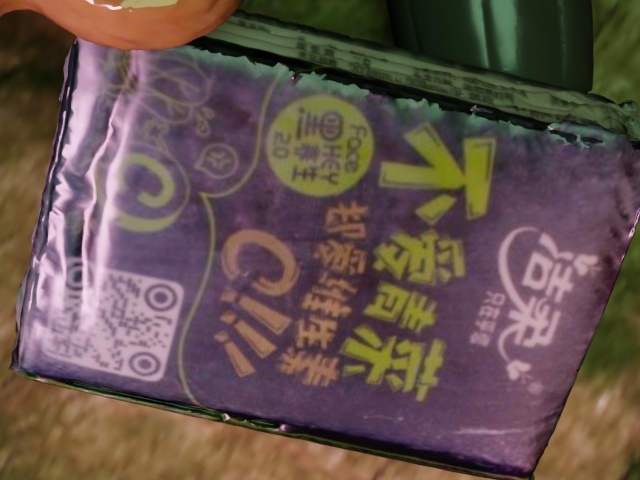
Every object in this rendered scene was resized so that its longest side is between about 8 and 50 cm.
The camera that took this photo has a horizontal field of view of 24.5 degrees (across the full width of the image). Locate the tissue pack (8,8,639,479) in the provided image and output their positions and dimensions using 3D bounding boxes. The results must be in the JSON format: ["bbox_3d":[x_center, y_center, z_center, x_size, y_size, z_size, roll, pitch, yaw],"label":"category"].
[{"bbox_3d":[0.000,0.000,0.609,0.235,0.073,0.173,12,118,-8],"label":"tissue pack"}]

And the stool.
[{"bbox_3d":[0.074,-0.107,0.653,0.096,0.096,0.110,-10,93,-10],"label":"stool"}]

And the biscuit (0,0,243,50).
[{"bbox_3d":[-0.133,-0.218,0.576,0.275,0.052,0.355,-7,65,3],"label":"biscuit"}]
